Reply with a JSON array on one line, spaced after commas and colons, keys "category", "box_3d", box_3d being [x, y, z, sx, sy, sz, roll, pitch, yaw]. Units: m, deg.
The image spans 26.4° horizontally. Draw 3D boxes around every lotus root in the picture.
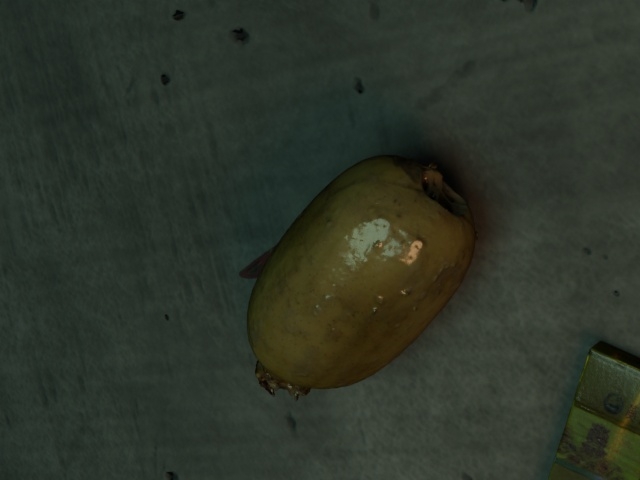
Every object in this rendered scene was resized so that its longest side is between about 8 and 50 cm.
[{"category": "lotus root", "box_3d": [0.023, 0.056, 1.371, 0.169, 0.151, 0.343, 27, 124, -17]}]

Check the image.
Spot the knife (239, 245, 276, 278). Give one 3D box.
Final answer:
[{"category": "knife", "box_3d": [0.000, 0.000, 1.464, 0.247, 0.018, 0.035, -27, 91, 38]}]

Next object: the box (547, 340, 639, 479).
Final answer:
[{"category": "box", "box_3d": [0.294, 0.208, 1.324, 0.121, 0.030, 0.193, 24, 116, 25]}]
